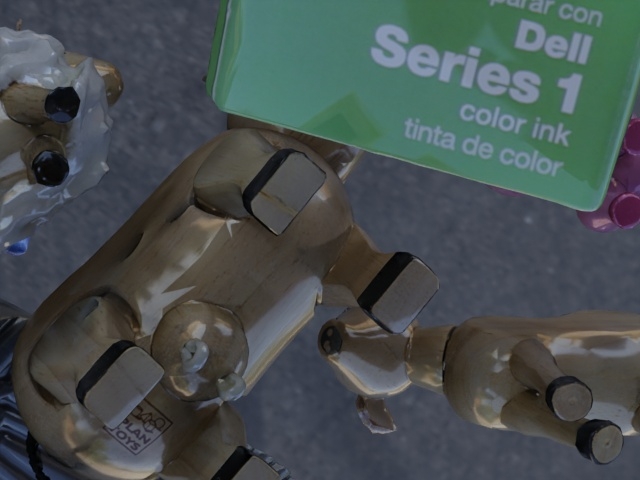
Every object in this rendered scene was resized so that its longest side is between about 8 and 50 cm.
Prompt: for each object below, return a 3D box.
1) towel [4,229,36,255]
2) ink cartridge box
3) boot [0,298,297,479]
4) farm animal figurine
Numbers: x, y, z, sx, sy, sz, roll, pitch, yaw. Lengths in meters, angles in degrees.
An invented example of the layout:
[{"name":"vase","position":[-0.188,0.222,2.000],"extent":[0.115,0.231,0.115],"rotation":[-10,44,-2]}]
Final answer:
[{"name":"towel","position":[-0.280,-0.100,1.069],"extent":[0.285,0.209,0.034],"rotation":[32,107,-6]},{"name":"ink cartridge box","position":[0.072,-0.178,0.496],"extent":[0.201,0.117,0.278],"rotation":[-53,158,-64]},{"name":"boot","position":[-0.233,0.083,1.008],"extent":[0.146,0.445,0.367],"rotation":[-52,136,-18]},{"name":"farm animal figurine","position":[0.000,0.000,0.752],"extent":[0.327,0.172,0.330],"rotation":[-34,111,-14]}]
